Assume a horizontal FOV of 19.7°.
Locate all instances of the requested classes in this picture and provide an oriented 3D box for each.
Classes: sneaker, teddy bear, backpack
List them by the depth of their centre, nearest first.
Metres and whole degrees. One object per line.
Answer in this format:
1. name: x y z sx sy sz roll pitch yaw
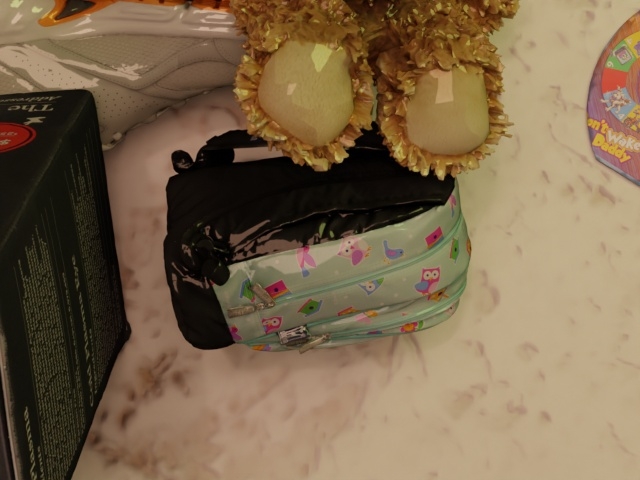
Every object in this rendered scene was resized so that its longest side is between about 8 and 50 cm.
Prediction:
1. teddy bear: 0.011 -0.177 1.130 0.245 0.113 0.338 -14 65 -23
2. backpack: 0.000 0.000 1.130 0.182 0.115 0.152 -10 36 1
3. sneaker: -0.130 -0.102 1.189 0.262 0.099 0.121 2 103 3

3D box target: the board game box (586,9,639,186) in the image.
1. board game box: 0.254 -0.083 1.170 0.169 0.033 0.133 33 86 9

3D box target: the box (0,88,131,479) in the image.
1. box: -0.306 0.049 1.039 0.343 0.312 0.179 -4 111 4
